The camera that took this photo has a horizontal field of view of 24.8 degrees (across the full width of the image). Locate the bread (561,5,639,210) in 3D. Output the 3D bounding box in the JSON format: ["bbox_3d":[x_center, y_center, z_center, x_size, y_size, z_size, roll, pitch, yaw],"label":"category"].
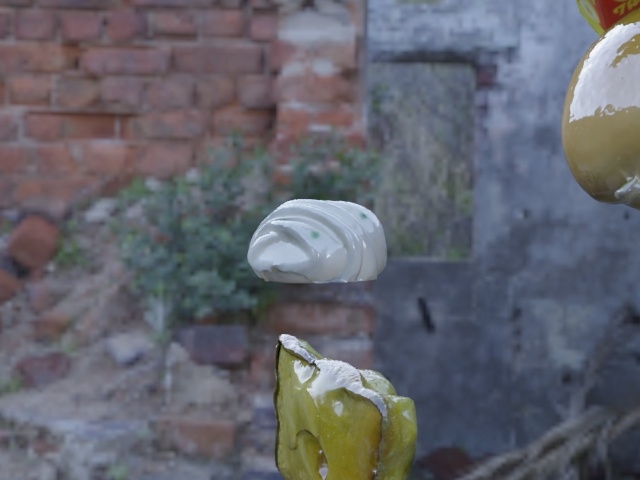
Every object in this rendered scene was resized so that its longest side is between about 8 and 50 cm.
[{"bbox_3d":[0.495,-0.184,1.665,0.348,0.253,0.376,-4,-7,-42],"label":"bread"}]

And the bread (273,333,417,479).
[{"bbox_3d":[0.025,0.192,1.422,0.088,0.160,0.233,-12,19,-20],"label":"bread"}]

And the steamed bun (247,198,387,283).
[{"bbox_3d":[0.000,0.000,1.834,0.183,0.106,0.183,-1,3,0],"label":"steamed bun"}]

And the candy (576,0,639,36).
[{"bbox_3d":[0.376,-0.376,1.804,0.146,0.088,0.276,-33,-36,2],"label":"candy"}]
